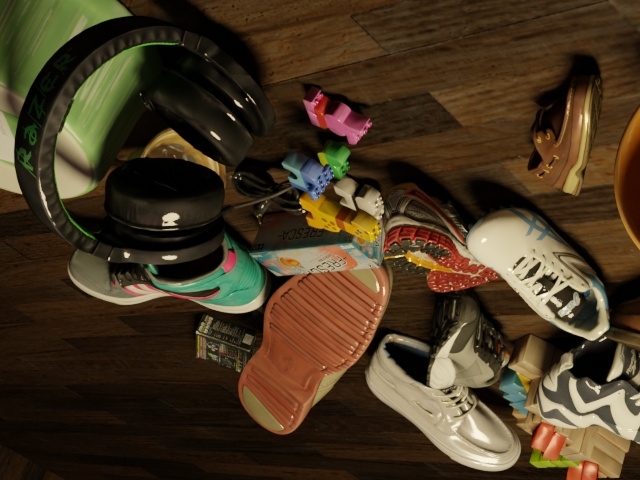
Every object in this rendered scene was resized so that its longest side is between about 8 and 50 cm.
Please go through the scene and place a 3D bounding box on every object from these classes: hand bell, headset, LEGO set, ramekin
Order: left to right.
[{"bbox_3d":[-0.336,-0.174,1.411,0.303,0.148,0.303,17,155,8],"label":"ramekin"},{"bbox_3d":[-0.238,-0.085,1.603,0.242,0.126,0.126,10,156,48],"label":"hand bell"},{"bbox_3d":[-0.154,-0.093,1.377,0.394,0.243,0.185,19,-173,-46],"label":"headset"},{"bbox_3d":[0.030,-0.056,1.423,0.093,0.087,0.227,25,160,24],"label":"LEGO set"}]

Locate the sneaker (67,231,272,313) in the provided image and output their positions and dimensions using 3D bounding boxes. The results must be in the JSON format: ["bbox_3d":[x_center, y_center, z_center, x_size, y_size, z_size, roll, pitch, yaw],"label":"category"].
[{"bbox_3d":[-0.227,0.022,1.752,0.296,0.123,0.178,4,157,16],"label":"sneaker"}]

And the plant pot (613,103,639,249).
[{"bbox_3d":[0.377,-0.036,1.112,0.205,0.205,0.188,4,167,32],"label":"plant pot"}]

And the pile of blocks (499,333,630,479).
[{"bbox_3d":[0.318,0.262,1.842,0.149,0.112,0.362,4,150,32],"label":"pile of blocks"}]

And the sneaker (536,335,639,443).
[{"bbox_3d":[0.395,0.176,1.624,0.235,0.094,0.153,11,147,6],"label":"sneaker"}]

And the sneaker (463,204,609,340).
[{"bbox_3d":[0.248,0.036,1.444,0.237,0.085,0.086,34,-163,-38],"label":"sneaker"}]

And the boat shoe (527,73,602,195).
[{"bbox_3d":[0.227,-0.099,1.229,0.060,0.064,0.178,14,157,10],"label":"boat shoe"}]

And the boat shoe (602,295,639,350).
[{"bbox_3d":[0.409,0.084,1.420,0.111,0.104,0.307,18,176,-15],"label":"boat shoe"}]

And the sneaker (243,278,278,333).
[{"bbox_3d":[-0.085,0.099,1.892,0.089,0.051,0.170,-5,149,36],"label":"sneaker"}]

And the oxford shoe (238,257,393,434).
[{"bbox_3d":[0.006,0.111,1.784,0.140,0.146,0.397,43,139,6],"label":"oxford shoe"}]

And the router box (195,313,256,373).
[{"bbox_3d":[-0.153,0.168,2.104,0.092,0.038,0.122,19,155,3],"label":"router box"}]

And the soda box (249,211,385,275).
[{"bbox_3d":[0.000,0.000,1.609,0.183,0.063,0.058,-6,144,45],"label":"soda box"}]

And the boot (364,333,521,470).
[{"bbox_3d":[0.180,0.231,1.871,0.258,0.095,0.123,31,154,9],"label":"boot"}]

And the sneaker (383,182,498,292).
[{"bbox_3d":[0.144,-0.003,1.483,0.088,0.092,0.225,-17,155,25],"label":"sneaker"}]

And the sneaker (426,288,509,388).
[{"bbox_3d":[0.195,0.126,1.695,0.108,0.100,0.271,7,160,7],"label":"sneaker"}]
